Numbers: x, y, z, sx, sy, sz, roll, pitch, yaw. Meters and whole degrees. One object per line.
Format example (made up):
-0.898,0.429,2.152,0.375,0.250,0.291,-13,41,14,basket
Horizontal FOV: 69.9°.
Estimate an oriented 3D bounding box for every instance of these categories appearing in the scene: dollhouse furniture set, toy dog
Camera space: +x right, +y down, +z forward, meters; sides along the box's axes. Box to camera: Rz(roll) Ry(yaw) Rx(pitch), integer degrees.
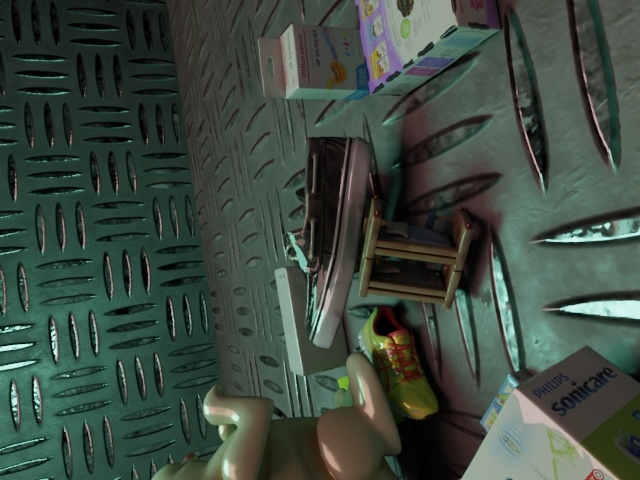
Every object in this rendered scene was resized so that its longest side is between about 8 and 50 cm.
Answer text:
0.128,-0.012,0.676,0.183,0.130,0.128,-80,-2,-62,dollhouse furniture set
-0.081,0.417,0.719,0.284,0.408,0.395,105,148,-63,toy dog

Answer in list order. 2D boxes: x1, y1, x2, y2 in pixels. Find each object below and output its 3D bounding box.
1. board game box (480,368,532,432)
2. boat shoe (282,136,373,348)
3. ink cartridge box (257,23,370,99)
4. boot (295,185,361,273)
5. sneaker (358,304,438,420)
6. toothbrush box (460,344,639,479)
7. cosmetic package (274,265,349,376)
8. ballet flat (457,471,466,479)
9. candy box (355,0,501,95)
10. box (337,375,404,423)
0.261,0.244,0.531,0.154,0.026,0.103,55,143,45,board game box
0.000,0.000,0.727,0.121,0.119,0.334,-52,-29,-87,boat shoe
-0.005,-0.296,0.768,0.062,0.182,0.104,180,83,-65,ink cartridge box
0.023,-0.029,0.892,0.246,0.084,0.161,-113,0,-71,boot
0.126,0.191,0.744,0.208,0.082,0.094,56,142,44,sneaker
0.267,0.265,0.369,0.283,0.122,0.206,45,136,41,toothbrush box
-0.020,0.168,1.008,0.085,0.118,0.230,161,102,-65,cosmetic package
0.199,0.387,0.639,0.086,0.086,0.248,59,146,41,ballet flat
0.130,-0.309,0.609,0.196,0.070,0.164,166,97,-66,candy box
0.096,0.302,0.881,0.178,0.043,0.108,-51,52,58,box
